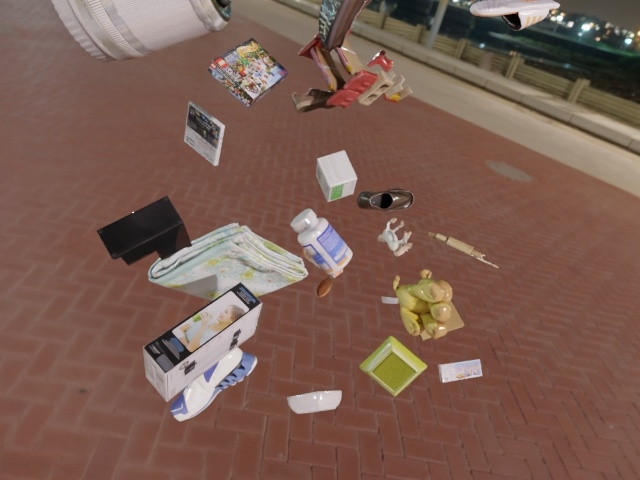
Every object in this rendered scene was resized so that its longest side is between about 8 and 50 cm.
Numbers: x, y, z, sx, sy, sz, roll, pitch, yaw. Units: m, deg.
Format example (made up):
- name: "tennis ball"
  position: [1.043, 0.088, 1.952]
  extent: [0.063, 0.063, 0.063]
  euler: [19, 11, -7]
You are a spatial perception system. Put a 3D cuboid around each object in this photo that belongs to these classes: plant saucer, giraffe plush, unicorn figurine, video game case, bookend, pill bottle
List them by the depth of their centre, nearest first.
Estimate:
- name: "bookend"
  position: [-0.378, -0.004, 0.992]
  extent: [0.156, 0.157, 0.072]
  euler: [-31, 77, -17]
- name: "giraffe plush"
  position: [0.315, 0.171, 1.326]
  extent: [0.210, 0.182, 0.170]
  euler: [21, 27, 41]
- name: "unicorn figurine"
  position: [0.229, -0.013, 1.425]
  extent: [0.060, 0.111, 0.162]
  euler: [22, 32, -21]
- name: "plant saucer"
  position: [0.016, 0.169, 1.626]
  extent: [0.013, 0.083, 0.083]
  euler: [38, 24, -22]
- name: "video game case"
  position: [-0.443, -0.405, 1.704]
  extent: [0.190, 0.173, 0.022]
  euler: [39, 42, 21]
- name: "plant saucer"
  position: [0.275, 0.490, 1.708]
  extent: [0.188, 0.188, 0.045]
  euler: [40, 17, -3]
- name: "pill bottle"
  position: [0.000, 0.000, 1.909]
  extent: [0.272, 0.152, 0.152]
  euler: [51, 25, -18]

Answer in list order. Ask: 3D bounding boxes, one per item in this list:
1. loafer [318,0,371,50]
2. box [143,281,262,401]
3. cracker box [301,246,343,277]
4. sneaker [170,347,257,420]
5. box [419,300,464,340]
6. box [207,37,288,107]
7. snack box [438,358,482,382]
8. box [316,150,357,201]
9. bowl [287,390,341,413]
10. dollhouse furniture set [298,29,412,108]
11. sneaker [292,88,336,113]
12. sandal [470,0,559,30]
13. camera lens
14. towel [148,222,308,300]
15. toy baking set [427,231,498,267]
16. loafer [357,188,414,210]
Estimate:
- name: "loafer"
  position: [0.109, -0.658, 1.170]
  extent: [0.130, 0.366, 0.134]
  euler: [7, 48, -27]
- name: "box"
  position: [-0.288, 0.248, 1.124]
  extent: [0.087, 0.169, 0.290]
  euler: [41, 51, 18]
- name: "cracker box"
  position: [0.006, 0.056, 2.164]
  extent: [0.067, 0.156, 0.232]
  euler: [-32, 49, -30]
- name: "sneaker"
  position: [-0.384, 0.424, 1.479]
  extent: [0.182, 0.315, 0.127]
  euler: [51, 5, -13]
- name: "box"
  position: [0.459, 0.303, 1.826]
  extent: [0.201, 0.021, 0.164]
  euler: [-14, 61, -19]
- name: "box"
  position: [-0.217, -0.521, 1.387]
  extent: [0.159, 0.044, 0.233]
  euler: [42, 45, -9]
- name: "snack box"
  position: [0.537, 0.498, 1.724]
  extent: [0.178, 0.022, 0.064]
  euler: [-3, 80, -18]
- name: "box"
  position: [0.045, -0.186, 1.309]
  extent: [0.087, 0.101, 0.102]
  euler: [-20, 71, -10]
- name: "bowl"
  position: [-0.017, 0.497, 1.380]
  extent: [0.142, 0.142, 0.053]
  euler: [26, 51, -53]
- name: "dollhouse furniture set"
  position: [0.127, -0.551, 1.488]
  extent: [0.374, 0.152, 0.201]
  euler: [-12, 72, -55]
- name: "sneaker"
  position: [-0.004, -0.477, 1.487]
  extent: [0.188, 0.066, 0.071]
  euler: [-18, 76, -23]
- name: "sandal"
  position: [0.529, -0.628, 1.252]
  extent: [0.265, 0.076, 0.102]
  euler: [-12, 45, -12]
- name: "camera lens"
  position: [-0.318, -0.470, 0.827]
  extent: [0.274, 0.219, 0.219]
  euler: [-14, 31, 8]
- name: "towel"
  position: [-0.270, 0.094, 1.347]
  extent: [0.320, 0.374, 0.090]
  euler: [34, 44, -47]
- name: "toy baking set"
  position: [0.494, 0.026, 1.545]
  extent: [0.256, 0.030, 0.196]
  euler: [27, 7, 19]
- name: "loafer"
  position: [0.236, -0.132, 1.545]
  extent: [0.220, 0.080, 0.078]
  euler: [-7, 15, -23]
